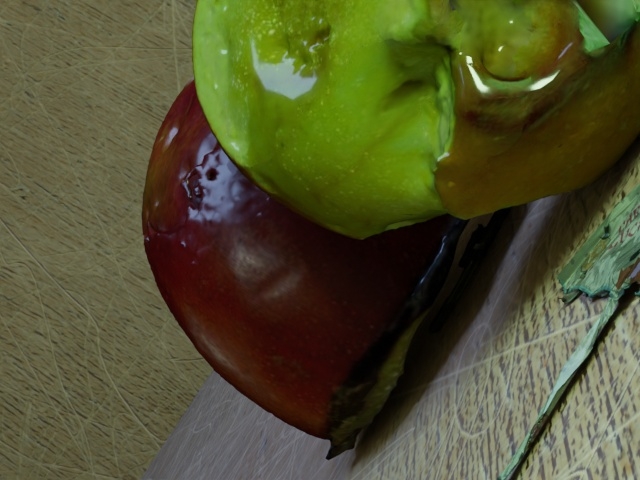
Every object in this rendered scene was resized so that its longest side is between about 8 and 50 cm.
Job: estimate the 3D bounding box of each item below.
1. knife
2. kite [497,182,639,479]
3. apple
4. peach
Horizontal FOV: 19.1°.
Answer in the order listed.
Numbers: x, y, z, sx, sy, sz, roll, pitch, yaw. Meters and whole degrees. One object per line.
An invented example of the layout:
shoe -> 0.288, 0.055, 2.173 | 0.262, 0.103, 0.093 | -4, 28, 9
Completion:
knife -> 0.158, -0.007, 1.805 | 0.222, 0.021, 0.045 | -57, 8, -6
kite -> 0.214, 0.003, 1.237 | 0.368, 0.014, 0.406 | -57, 5, -2
apple -> 0.100, -0.167, 1.483 | 0.384, 0.374, 0.374 | -46, 2, -14
peach -> 0.000, 0.000, 1.841 | 0.416, 0.353, 0.339 | 60, 143, 39
